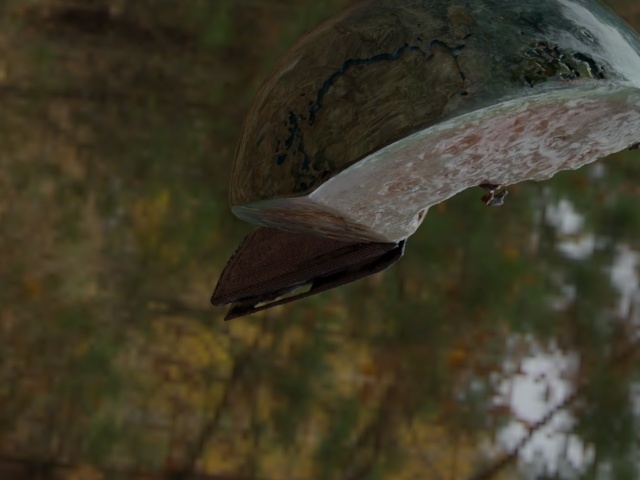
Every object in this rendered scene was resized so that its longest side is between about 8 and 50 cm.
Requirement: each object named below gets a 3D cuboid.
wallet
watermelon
[{"bbox_3d":[-0.001,-0.001,1.492,0.030,0.166,0.111,57,30,-26],"label":"wallet"},{"bbox_3d":[0.060,-0.114,1.312,0.188,0.322,0.175,35,35,-64],"label":"watermelon"}]
